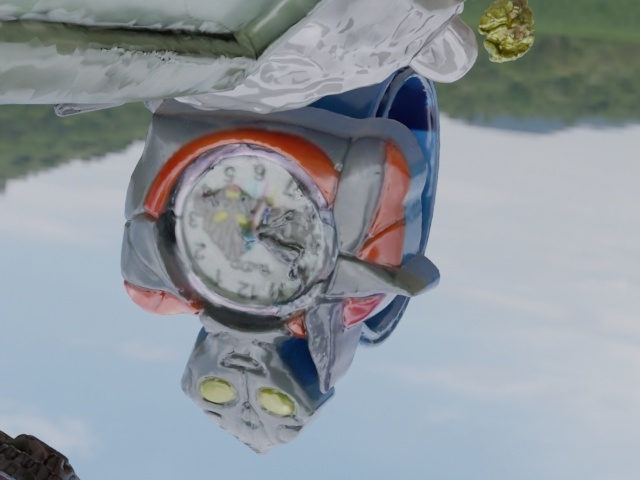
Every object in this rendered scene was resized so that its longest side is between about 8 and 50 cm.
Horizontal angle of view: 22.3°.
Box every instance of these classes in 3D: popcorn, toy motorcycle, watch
[{"bbox_3d":[0.220,-0.246,1.890,0.059,0.083,0.068,4,168,36],"label":"popcorn"},{"bbox_3d":[-0.159,0.170,0.993,0.122,0.080,0.215,24,155,30],"label":"toy motorcycle"},{"bbox_3d":[0.000,0.000,1.278,0.241,0.305,0.274,11,-154,17],"label":"watch"}]

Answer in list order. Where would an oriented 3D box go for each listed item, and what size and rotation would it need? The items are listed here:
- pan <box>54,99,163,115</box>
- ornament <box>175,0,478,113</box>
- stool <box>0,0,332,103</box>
[{"bbox_3d":[-0.181,-0.165,1.810,0.235,0.028,0.136,-16,158,-20],"label":"pan"},{"bbox_3d":[-0.052,-0.243,0.985,0.337,0.337,0.337,6,-173,-1],"label":"ornament"},{"bbox_3d":[-0.028,-0.180,0.424,0.170,0.270,0.243,53,-162,8],"label":"stool"}]
